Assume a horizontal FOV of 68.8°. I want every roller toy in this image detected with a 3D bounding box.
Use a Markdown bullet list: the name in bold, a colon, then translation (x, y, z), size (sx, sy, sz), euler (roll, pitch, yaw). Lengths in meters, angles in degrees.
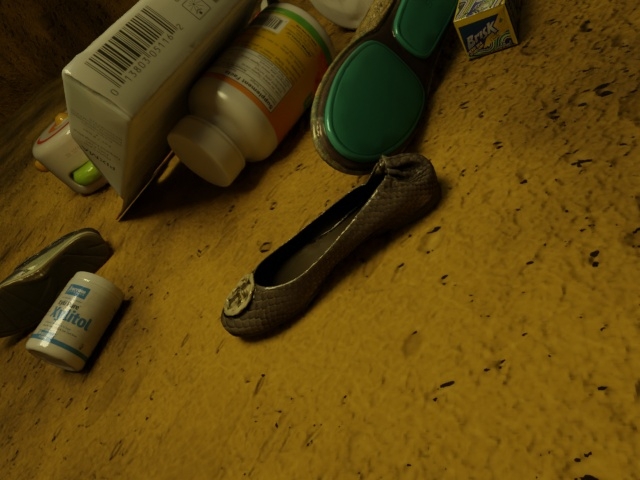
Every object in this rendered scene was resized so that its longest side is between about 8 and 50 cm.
- **roller toy**: translation (-0.499, -0.210, 0.996), size (0.209, 0.146, 0.191), euler (5, 56, 44)

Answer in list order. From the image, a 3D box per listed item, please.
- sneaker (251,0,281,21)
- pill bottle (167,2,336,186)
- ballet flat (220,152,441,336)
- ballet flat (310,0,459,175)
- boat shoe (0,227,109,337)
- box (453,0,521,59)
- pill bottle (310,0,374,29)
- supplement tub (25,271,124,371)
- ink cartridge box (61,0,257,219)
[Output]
- **sneaker**: translation (-0.103, -0.335, 0.853), size (0.118, 0.107, 0.279), euler (-38, 30, 34)
- **pill bottle**: translation (-0.095, -0.198, 0.653), size (0.136, 0.136, 0.246), euler (13, 61, 46)
- **ballet flat**: translation (0.000, 0.000, 0.439), size (0.250, 0.058, 0.084), euler (-36, 37, 6)
- **ballet flat**: translation (0.069, -0.194, 0.548), size (0.123, 0.123, 0.349), euler (1, 54, 41)
- **boat shoe**: translation (-0.433, 0.062, 0.731), size (0.223, 0.080, 0.073), euler (-40, 32, -9)
- **box**: translation (0.207, -0.295, 0.565), size (0.059, 0.054, 0.169), euler (-7, 48, 35)
- **pill bottle**: translation (0.114, -0.517, 0.764), size (0.176, 0.176, 0.318), euler (22, 68, 49)
- **supplement tub**: translation (-0.303, 0.101, 0.583), size (0.071, 0.071, 0.107), euler (-8, 49, 35)
- **ink cartridge box**: translation (-0.238, -0.219, 0.705), size (0.308, 0.091, 0.385), euler (-61, 15, -26)
